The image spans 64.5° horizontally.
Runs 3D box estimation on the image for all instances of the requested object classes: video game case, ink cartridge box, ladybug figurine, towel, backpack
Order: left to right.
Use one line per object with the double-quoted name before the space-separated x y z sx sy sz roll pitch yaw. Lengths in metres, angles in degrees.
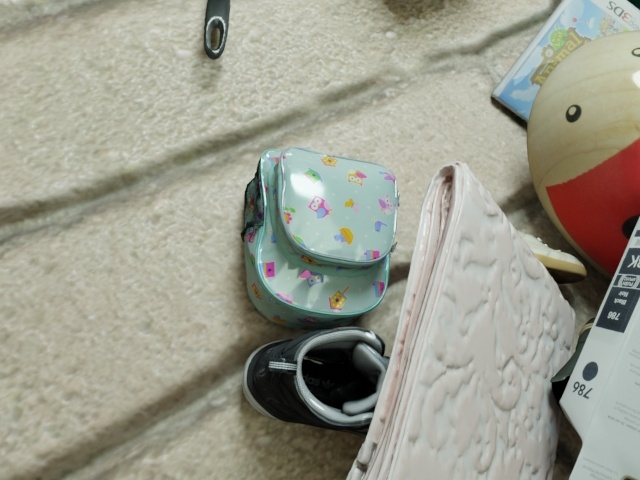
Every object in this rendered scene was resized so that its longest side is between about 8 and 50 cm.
"backpack" 0.000 0.000 0.553 0.166 0.144 0.188 9 73 -19
"towel" 0.172 0.139 0.520 0.332 0.054 0.316 40 61 -38
"video game case" 0.398 -0.248 0.754 0.193 0.023 0.212 36 101 -2
"ink cartridge box" 0.367 0.119 0.523 0.166 0.065 0.332 27 85 -6
"ladybug figurine" 0.469 -0.068 0.636 0.449 0.162 0.305 39 105 -7

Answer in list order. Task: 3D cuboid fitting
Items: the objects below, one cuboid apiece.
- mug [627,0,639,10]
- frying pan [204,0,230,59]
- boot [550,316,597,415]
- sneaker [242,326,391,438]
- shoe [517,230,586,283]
"mug" 0.436 -0.317 0.802 0.158 0.097 0.129 -4 100 5
"frying pan" -0.109 -0.390 0.700 0.197 0.053 0.326 -16 79 -21
"boot" 0.344 0.208 0.598 0.137 0.077 0.197 -28 84 -37
"sneaker" 0.061 0.153 0.510 0.269 0.153 0.101 12 69 -12
"shoe" 0.245 0.006 0.656 0.219 0.076 0.058 16 73 -8
